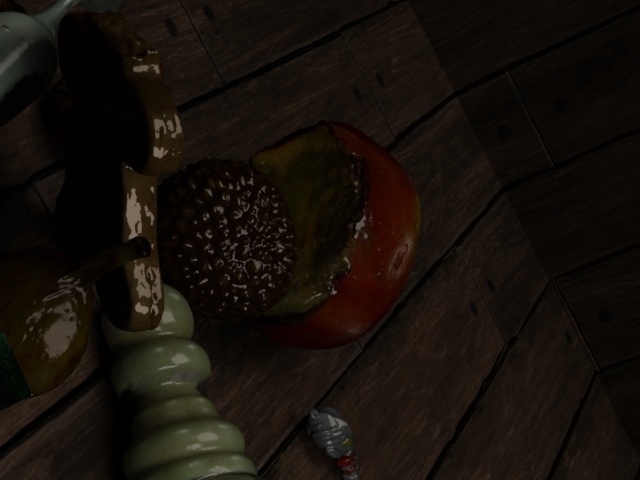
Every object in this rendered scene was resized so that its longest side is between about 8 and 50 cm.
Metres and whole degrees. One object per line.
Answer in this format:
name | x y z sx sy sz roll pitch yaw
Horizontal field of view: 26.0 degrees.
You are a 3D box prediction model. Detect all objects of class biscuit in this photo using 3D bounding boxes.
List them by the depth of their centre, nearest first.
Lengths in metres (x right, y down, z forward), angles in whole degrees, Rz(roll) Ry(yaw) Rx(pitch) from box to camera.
biscuit | -0.261 -0.094 1.821 0.076 0.394 0.368 -8 28 -27

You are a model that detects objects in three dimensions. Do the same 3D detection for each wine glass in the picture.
wine glass | -0.410 -0.289 1.952 0.143 0.143 0.321 52 53 -26

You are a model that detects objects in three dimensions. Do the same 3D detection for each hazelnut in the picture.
hazelnut | -0.321 -0.192 2.110 0.182 0.182 0.182 42 35 -39

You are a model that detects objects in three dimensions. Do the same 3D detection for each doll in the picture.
doll | 0.026 0.347 2.394 0.094 0.079 0.180 -83 152 -47

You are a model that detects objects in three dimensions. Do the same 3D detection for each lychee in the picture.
lychee | -0.154 0.007 2.114 0.267 0.267 0.267 42 35 -39

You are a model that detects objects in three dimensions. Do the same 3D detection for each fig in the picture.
fig | -0.327 0.075 1.754 0.190 0.290 0.190 59 4 -6

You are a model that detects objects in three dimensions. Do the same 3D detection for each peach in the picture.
peach | 0.000 0.000 2.334 0.353 0.339 0.416 60 31 -9

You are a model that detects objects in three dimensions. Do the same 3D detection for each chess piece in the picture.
chess piece | -0.217 0.211 1.963 0.182 0.182 0.330 20 46 -55

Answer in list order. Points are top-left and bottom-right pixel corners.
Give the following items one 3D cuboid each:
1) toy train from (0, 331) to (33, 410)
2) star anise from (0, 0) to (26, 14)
toy train | -0.462 0.099 1.579 0.138 0.178 0.330 -26 93 -63
star anise | -0.452 -0.299 2.061 0.168 0.057 0.167 39 38 -39
